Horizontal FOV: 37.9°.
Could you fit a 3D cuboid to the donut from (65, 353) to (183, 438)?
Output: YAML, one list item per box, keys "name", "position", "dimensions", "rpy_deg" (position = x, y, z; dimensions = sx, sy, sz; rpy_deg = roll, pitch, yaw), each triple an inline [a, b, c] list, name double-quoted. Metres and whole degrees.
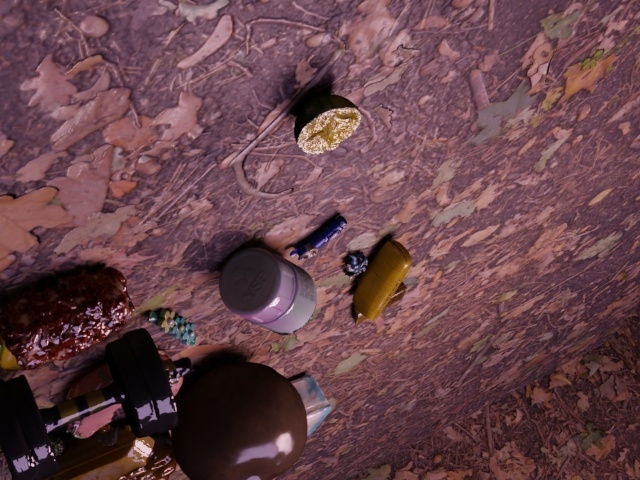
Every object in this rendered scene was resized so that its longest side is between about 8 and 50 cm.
- name: "donut"
  position: [-0.372, 0.281, 1.763]
  dimensions: [0.232, 0.085, 0.199]
  rpy_deg: [-13, 150, -36]

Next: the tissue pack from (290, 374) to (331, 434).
- name: "tissue pack"
  position: [-0.130, 0.457, 2.335]
  dimensions: [0.271, 0.124, 0.201]
  rpy_deg: [-18, 151, -31]

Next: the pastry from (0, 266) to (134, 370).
- name: "pastry"
  position: [-0.379, 0.115, 1.407]
  dimensions: [0.208, 0.097, 0.115]
  rpy_deg: [-18, 134, -32]

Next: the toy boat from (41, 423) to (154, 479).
- name: "toy boat"
  position: [-0.471, 0.438, 1.871]
  dimensions: [0.310, 0.115, 0.089]
  rpy_deg: [-28, 133, 20]

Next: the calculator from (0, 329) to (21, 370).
- name: "calculator"
  position: [-0.444, 0.153, 1.502]
  dimensions: [0.234, 0.032, 0.146]
  rpy_deg: [-14, 150, -37]

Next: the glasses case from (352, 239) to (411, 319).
- name: "glasses case"
  position: [0.129, 0.085, 1.998]
  dimensions: [0.064, 0.079, 0.234]
  rpy_deg: [-24, 155, -34]

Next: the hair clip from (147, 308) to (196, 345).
- name: "hair clip"
  position: [-0.267, 0.159, 1.722]
  dimensions: [0.049, 0.049, 0.173]
  rpy_deg: [-33, 154, 2]

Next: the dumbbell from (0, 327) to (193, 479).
- name: "dumbbell"
  position: [-0.396, 0.277, 1.552]
  dimensions: [0.388, 0.185, 0.185]
  rpy_deg: [-20, 153, -20]

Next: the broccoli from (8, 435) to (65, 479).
- name: "broccoli"
  position: [-0.553, 0.428, 1.823]
  dimensions: [0.096, 0.092, 0.095]
  rpy_deg: [4, 119, -31]

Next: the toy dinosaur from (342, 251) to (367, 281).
- name: "toy dinosaur"
  position: [0.068, 0.051, 1.919]
  dimensions: [0.047, 0.031, 0.083]
  rpy_deg: [-24, 154, -22]

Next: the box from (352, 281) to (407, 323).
- name: "box"
  position: [0.137, 0.147, 2.175]
  dimensions: [0.133, 0.023, 0.090]
  rpy_deg: [-28, 163, -8]

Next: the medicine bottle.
- name: "medicine bottle"
  position: [-0.093, 0.091, 1.680]
  dimensions: [0.135, 0.135, 0.168]
  rpy_deg: [-37, 156, 10]

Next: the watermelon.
- name: "watermelon"
  position: [0.006, -0.179, 1.374]
  dimensions: [0.105, 0.062, 0.105]
  rpy_deg: [-20, 156, -9]

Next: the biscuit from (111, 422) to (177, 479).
- name: "biscuit"
  position: [-0.460, 0.530, 2.093]
  dimensions: [0.268, 0.115, 0.366]
  rpy_deg: [-2, 143, -47]

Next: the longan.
- name: "longan"
  position: [-0.175, 0.402, 1.995]
  dimensions: [0.297, 0.297, 0.297]
  rpy_deg: [-26, 155, -13]

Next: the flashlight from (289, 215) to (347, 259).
- name: "flashlight"
  position: [0.000, 0.000, 1.736]
  dimensions: [0.121, 0.035, 0.057]
  rpy_deg: [-37, 154, 12]
